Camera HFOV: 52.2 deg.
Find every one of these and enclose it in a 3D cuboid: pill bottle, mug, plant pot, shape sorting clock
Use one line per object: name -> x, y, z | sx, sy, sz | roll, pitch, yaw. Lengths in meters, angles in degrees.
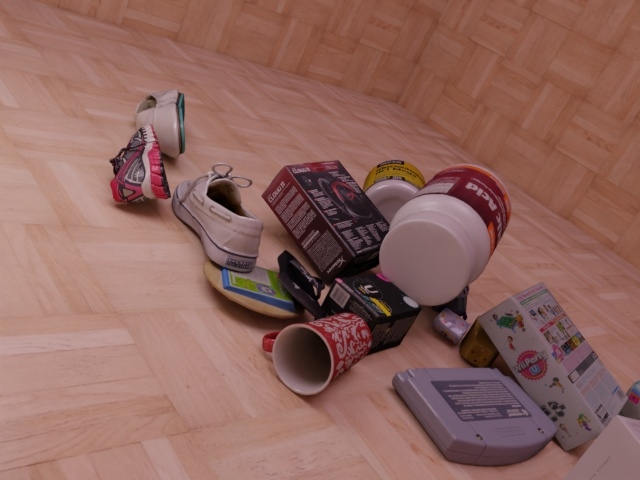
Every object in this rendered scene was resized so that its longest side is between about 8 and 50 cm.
pill bottle -> 0.284, -0.021, 1.463 | 0.224, 0.224, 0.392 | 31, 31, 11
mug -> -0.002, 0.170, 1.107 | 0.150, 0.113, 0.169 | 38, 22, 21
plant pot -> 0.347, 0.228, 1.399 | 0.081, 0.081, 0.083 | 31, 28, 11
shape sorting clock -> -0.123, 0.090, 1.229 | 0.206, 0.040, 0.206 | 20, 15, -6
pill bottle -> 0.209, -0.122, 1.856 | 0.188, 0.188, 0.334 | 25, 22, -3

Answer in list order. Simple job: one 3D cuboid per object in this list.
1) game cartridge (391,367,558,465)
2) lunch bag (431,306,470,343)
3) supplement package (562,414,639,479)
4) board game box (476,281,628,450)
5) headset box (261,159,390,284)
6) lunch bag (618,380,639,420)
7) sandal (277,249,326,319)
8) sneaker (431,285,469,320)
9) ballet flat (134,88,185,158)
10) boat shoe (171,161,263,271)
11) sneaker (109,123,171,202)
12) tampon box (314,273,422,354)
game cartridge -> 0.288, 0.314, 1.184 | 0.297, 0.062, 0.198 | 9, 33, -37
lunch bag -> 0.286, 0.190, 1.447 | 0.071, 0.053, 0.083 | 35, 14, 15
supplement package -> 0.551, 0.432, 1.018 | 0.262, 0.199, 0.198 | 17, 25, -22
board game box -> 0.484, 0.248, 1.357 | 0.224, 0.097, 0.303 | -7, 62, -55
headset box -> 0.020, -0.062, 1.510 | 0.293, 0.110, 0.218 | 53, 34, 15
lunch bag -> 0.798, 0.420, 1.435 | 0.279, 0.108, 0.224 | 11, 30, -32
sandal -> -0.036, 0.070, 1.269 | 0.097, 0.054, 0.254 | 45, 6, -24
sneaker -> 0.252, 0.123, 1.551 | 0.083, 0.098, 0.223 | -22, 26, -33
ballet flat -> -0.415, -0.304, 1.687 | 0.139, 0.139, 0.400 | 18, 20, -19
boat shoe -> -0.205, -0.085, 1.338 | 0.135, 0.156, 0.367 | 13, 18, -29
sneaker -> -0.396, -0.169, 1.410 | 0.112, 0.121, 0.299 | -13, 26, -11
tampon box -> 0.094, 0.142, 1.274 | 0.120, 0.101, 0.161 | 41, 26, 30
